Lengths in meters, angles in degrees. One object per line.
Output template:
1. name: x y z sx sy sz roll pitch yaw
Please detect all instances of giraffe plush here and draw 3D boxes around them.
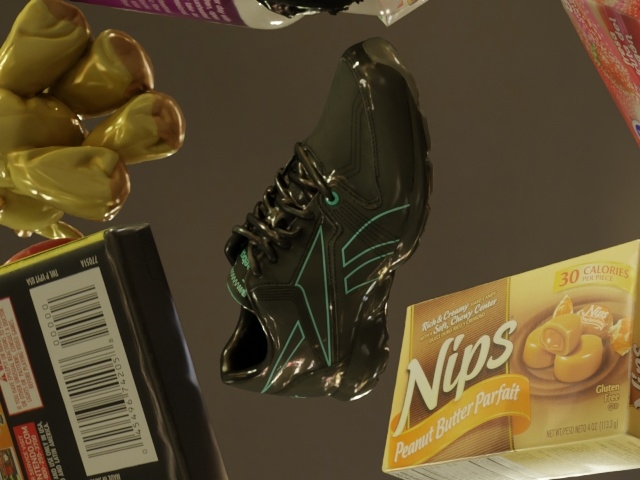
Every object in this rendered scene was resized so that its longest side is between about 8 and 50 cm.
1. giraffe plush: -0.231 -0.068 1.067 0.210 0.170 0.181 -31 -99 -22

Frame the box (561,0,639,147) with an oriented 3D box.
1. box: 0.307 -0.083 0.877 0.154 0.142 0.300 -36 -63 0

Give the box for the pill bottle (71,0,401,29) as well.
1. pill bottle: -0.085 -0.243 0.943 0.169 0.301 0.169 11 -90 -74

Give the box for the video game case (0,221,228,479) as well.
1. video game case: -0.151 0.153 0.688 0.035 0.248 0.275 -17 -90 -59

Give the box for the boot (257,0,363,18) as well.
1. boot: 0.012 -0.206 0.684 0.207 0.094 0.246 -61 -5 28

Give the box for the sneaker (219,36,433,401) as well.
1. sneaker: 0.000 0.000 0.821 0.106 0.101 0.267 -2 -56 -18

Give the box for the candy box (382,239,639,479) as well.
1. candy box: 0.200 0.129 1.240 0.087 0.316 0.183 26 -118 -29

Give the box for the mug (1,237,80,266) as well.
1. mug: -0.204 0.099 1.027 0.150 0.169 0.113 -14 -42 -26

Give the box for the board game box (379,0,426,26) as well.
1. board game box: 0.142 -0.402 1.513 0.305 0.193 0.053 -34 -24 -9
